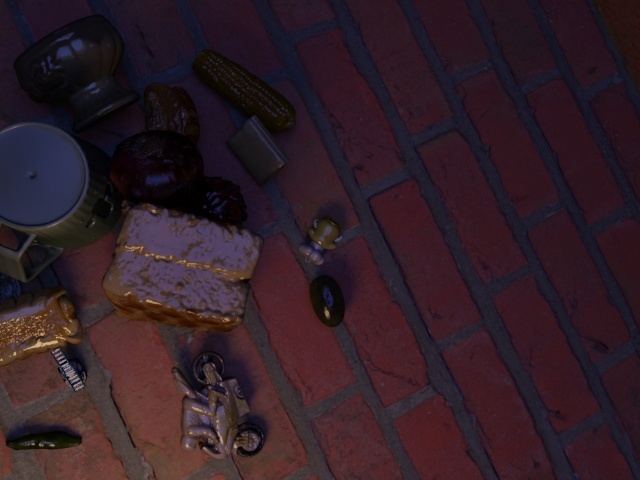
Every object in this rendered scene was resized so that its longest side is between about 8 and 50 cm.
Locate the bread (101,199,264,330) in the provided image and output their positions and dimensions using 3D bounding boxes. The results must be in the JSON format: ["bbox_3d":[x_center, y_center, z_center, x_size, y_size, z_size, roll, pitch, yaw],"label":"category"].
[{"bbox_3d":[-0.373,0.082,1.716,0.371,0.390,0.279,13,74,-13],"label":"bread"}]

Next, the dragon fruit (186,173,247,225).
[{"bbox_3d":[-0.301,-0.102,1.868,0.188,0.182,0.182,15,79,-10],"label":"dragon fruit"}]

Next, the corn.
[{"bbox_3d":[-0.230,-0.455,1.963,0.363,0.120,0.120,33,76,-5],"label":"corn"}]

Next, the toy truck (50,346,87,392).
[{"bbox_3d":[-0.687,0.343,1.743,0.063,0.074,0.136,-31,107,-15],"label":"toy truck"}]

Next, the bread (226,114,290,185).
[{"bbox_3d":[-0.191,-0.269,1.945,0.139,0.060,0.178,-39,92,28],"label":"bread"}]

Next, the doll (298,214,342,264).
[{"bbox_3d":[0.000,0.000,1.980,0.106,0.062,0.162,35,75,-2],"label":"doll"}]

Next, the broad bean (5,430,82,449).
[{"bbox_3d":[-0.746,0.539,1.721,0.195,0.061,0.046,1,84,-13],"label":"broad bean"}]

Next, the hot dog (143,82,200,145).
[{"bbox_3d":[-0.431,-0.334,1.886,0.153,0.150,0.257,-4,84,-4],"label":"hot dog"}]

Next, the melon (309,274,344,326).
[{"bbox_3d":[0.022,0.184,1.941,0.099,0.099,0.162,-16,85,-15],"label":"melon"}]

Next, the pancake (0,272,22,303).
[{"bbox_3d":[-0.885,0.141,1.764,0.116,0.022,0.129,-37,91,-16],"label":"pancake"}]

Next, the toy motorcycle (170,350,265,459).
[{"bbox_3d":[-0.310,0.491,1.810,0.223,0.108,0.341,-27,96,-22],"label":"toy motorcycle"}]

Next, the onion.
[{"bbox_3d":[-0.432,-0.187,1.710,0.246,0.190,0.246,6,53,-8],"label":"onion"}]

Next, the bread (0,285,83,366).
[{"bbox_3d":[-0.810,0.233,1.716,0.311,0.121,0.173,-15,98,-15],"label":"bread"}]

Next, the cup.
[{"bbox_3d":[-0.692,-0.098,1.666,0.310,0.392,0.401,-4,88,-8],"label":"cup"}]

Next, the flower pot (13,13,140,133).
[{"bbox_3d":[-0.658,-0.449,1.778,0.307,0.307,0.244,-36,105,-16],"label":"flower pot"}]
